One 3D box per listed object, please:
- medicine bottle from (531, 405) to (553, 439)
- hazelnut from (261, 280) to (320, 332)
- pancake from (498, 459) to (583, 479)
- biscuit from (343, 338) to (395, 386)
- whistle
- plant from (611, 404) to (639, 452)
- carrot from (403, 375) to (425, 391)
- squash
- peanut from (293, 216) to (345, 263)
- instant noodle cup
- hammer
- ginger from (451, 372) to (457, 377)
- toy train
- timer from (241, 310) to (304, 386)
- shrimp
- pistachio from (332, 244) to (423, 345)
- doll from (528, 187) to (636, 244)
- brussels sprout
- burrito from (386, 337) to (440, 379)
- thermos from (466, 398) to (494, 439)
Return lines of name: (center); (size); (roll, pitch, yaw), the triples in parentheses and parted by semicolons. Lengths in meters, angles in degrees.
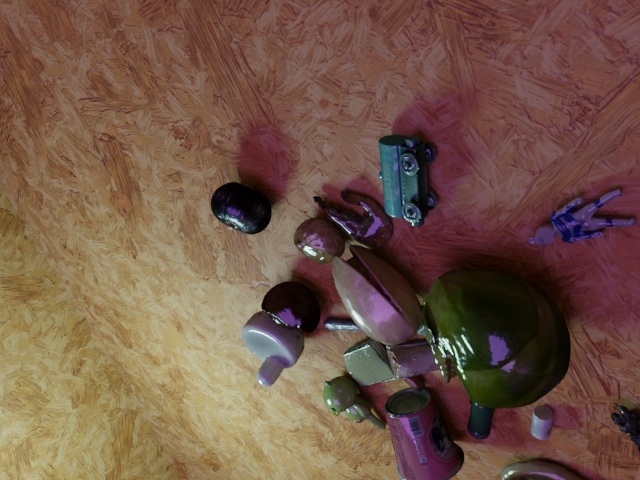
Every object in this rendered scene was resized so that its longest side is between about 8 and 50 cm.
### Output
medicine bottle: (0.650, 0.535, 1.625); (0.057, 0.057, 0.089); (12, 128, 30)
hazelnut: (-0.092, 0.230, 1.858); (0.202, 0.170, 0.161); (49, 131, 12)
pancake: (0.757, 0.864, 1.785); (0.381, 0.071, 0.383); (19, 131, 24)
biscuit: (0.162, 0.417, 1.877); (0.150, 0.052, 0.252); (49, 147, 1)
whistle: (0.113, 0.613, 2.024); (0.141, 0.141, 0.294); (-28, 103, 45)
plant: (0.833, 0.496, 1.453); (0.174, 0.087, 0.085); (41, 107, -4)
carrot: (0.266, 0.429, 1.837); (0.191, 0.047, 0.047); (40, 136, 8)
squash: (-0.246, -0.101, 1.731); (0.193, 0.156, 0.193); (44, 179, 1)
peanut: (0.000, 0.000, 1.669); (0.159, 0.109, 0.141); (28, 146, 1)
instant noodle cup: (0.328, 0.637, 1.842); (0.243, 0.244, 0.255); (-9, 107, 40)
hammer: (0.181, 0.270, 1.787); (0.426, 0.044, 0.152); (-1, 121, 38)
ginger: (0.403, 0.382, 1.706); (0.057, 0.044, 0.137); (-5, 130, 5)
toy train: (0.212, -0.155, 1.410); (0.159, 0.101, 0.249); (20, 131, 41)
timer: (-0.178, 0.372, 1.974); (0.233, 0.240, 0.234); (21, 141, 18)
shrimp: (0.093, -0.076, 1.578); (0.254, 0.059, 0.145); (39, 133, 5)
pistachio: (0.158, 0.154, 1.594); (0.318, 0.193, 0.214); (50, 168, 0)
doll: (0.574, -0.043, 1.252); (0.227, 0.057, 0.114); (-24, 112, 35)
brussels sprout: (0.439, 0.221, 1.381); (0.371, 0.275, 0.315); (56, 139, 26)
burrito: (0.345, 0.319, 1.577); (0.298, 0.143, 0.105); (-11, 88, 2)
thermos: (0.504, 0.527, 1.724); (0.073, 0.083, 0.188); (4, 125, 8)
